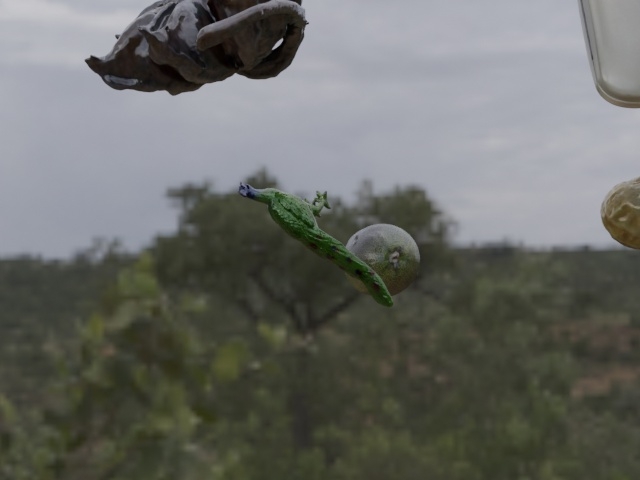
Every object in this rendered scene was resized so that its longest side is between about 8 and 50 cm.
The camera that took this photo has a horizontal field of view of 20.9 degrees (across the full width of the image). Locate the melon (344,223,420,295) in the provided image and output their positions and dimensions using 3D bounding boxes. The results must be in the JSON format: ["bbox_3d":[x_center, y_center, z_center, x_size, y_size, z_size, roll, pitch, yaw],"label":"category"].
[{"bbox_3d":[0.079,0.027,2.324,0.099,0.099,0.162,0,0,-12],"label":"melon"}]

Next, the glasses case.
[{"bbox_3d":[0.307,-0.224,1.770,0.081,0.204,0.051,1,-29,-7],"label":"glasses case"}]

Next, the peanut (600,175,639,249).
[{"bbox_3d":[0.352,-0.019,1.597,0.194,0.093,0.083,2,-3,26],"label":"peanut"}]

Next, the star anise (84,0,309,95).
[{"bbox_3d":[-0.120,-0.224,1.947,0.316,0.139,0.359,-21,10,40],"label":"star anise"}]

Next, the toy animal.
[{"bbox_3d":[0.003,-0.011,1.944,0.217,0.075,0.041,37,-51,-12],"label":"toy animal"}]
